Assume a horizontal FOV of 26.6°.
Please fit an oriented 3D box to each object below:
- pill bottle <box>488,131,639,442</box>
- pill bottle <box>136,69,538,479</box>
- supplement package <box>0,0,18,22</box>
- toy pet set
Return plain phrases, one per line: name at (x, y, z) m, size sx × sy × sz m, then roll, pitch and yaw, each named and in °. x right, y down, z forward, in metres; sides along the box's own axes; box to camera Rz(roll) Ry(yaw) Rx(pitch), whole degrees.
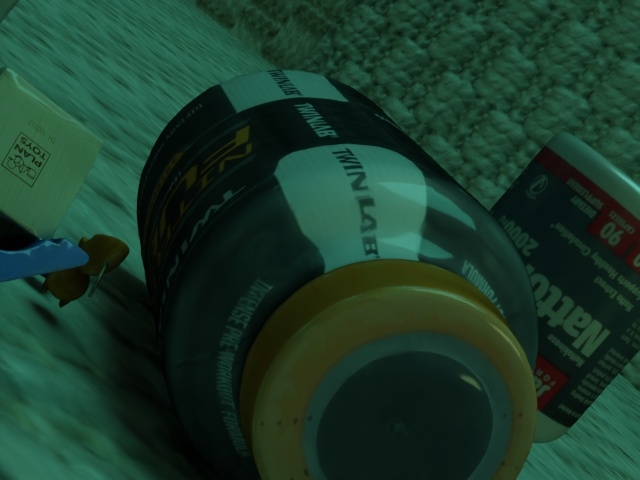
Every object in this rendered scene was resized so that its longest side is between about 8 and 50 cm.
pill bottle at (0.109, 0.043, 0.713) m, size 0.108 × 0.180 × 0.108 m, roll 39°, pitch 7°, yaw -6°
pill bottle at (0.002, 0.019, 0.507) m, size 0.130 × 0.130 × 0.245 m, roll 37°, pitch 7°, yaw -19°
supplement package at (-0.233, -0.254, 0.721) m, size 0.198 × 0.199 × 0.263 m, roll 40°, pitch 7°, yaw 1°
toy pet set at (-0.115, -0.003, 0.426) m, size 0.122 × 0.065 × 0.114 m, roll 39°, pitch -29°, yaw -29°
